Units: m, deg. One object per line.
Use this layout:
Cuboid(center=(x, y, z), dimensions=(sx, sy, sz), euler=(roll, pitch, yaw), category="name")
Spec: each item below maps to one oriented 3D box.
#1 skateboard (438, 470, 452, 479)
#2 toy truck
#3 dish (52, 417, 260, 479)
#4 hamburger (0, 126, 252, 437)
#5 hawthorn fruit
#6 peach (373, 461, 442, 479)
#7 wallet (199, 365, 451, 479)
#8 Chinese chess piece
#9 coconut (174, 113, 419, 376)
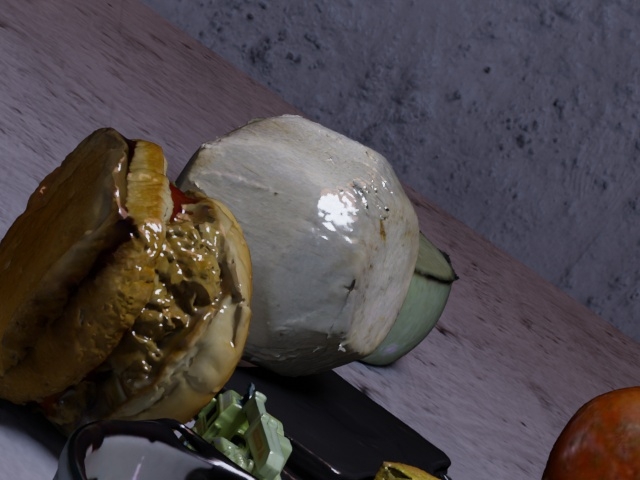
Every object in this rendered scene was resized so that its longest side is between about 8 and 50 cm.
Cuboid(center=(0.139, 0.277, 1.959), dimensions=(0.080, 0.067, 0.151), euler=(51, 12, 21), category="skateboard")
Cuboid(center=(-0.066, 0.179, 1.615), dimensions=(0.077, 0.100, 0.169), euler=(36, 11, -13), category="toy truck")
Cuboid(center=(-0.076, 0.241, 1.271), dimensions=(0.303, 0.120, 0.303), euler=(35, 11, -8), category="dish")
Cuboid(center=(-0.164, 0.043, 1.574), dimensions=(0.163, 0.244, 0.244), euler=(31, 12, -24), category="hamburger")
Cuboid(center=(0.346, 0.291, 1.992), dimensions=(0.284, 0.284, 0.284), euler=(35, 11, -8), category="hawthorn fruit")
Cuboid(center=(0.115, 0.275, 1.803), dimensions=(0.172, 0.092, 0.127), euler=(25, 6, 1), category="peach")
Cuboid(center=(0.010, 0.186, 1.951), dimensions=(0.197, 0.051, 0.377), euler=(37, 10, 18), category="wallet")
Cuboid(center=(0.000, 0.000, 2.440), dimensions=(0.349, 0.146, 0.349), euler=(35, 10, -8), category="Chinese chess piece")
Cuboid(center=(-0.047, 0.002, 1.925), dimensions=(0.247, 0.245, 0.245), euler=(19, 4, 22), category="coconut")
